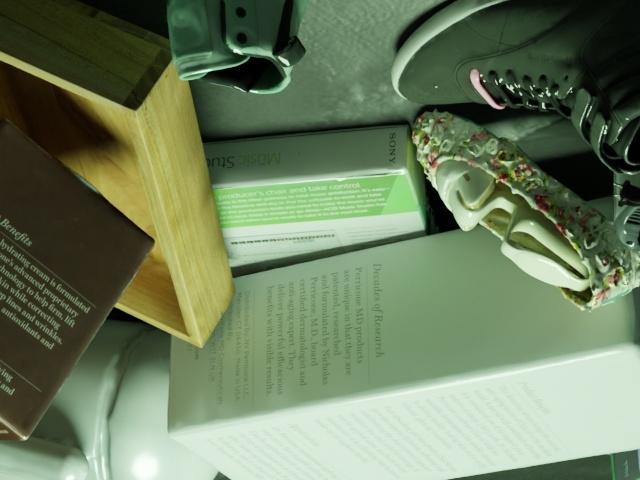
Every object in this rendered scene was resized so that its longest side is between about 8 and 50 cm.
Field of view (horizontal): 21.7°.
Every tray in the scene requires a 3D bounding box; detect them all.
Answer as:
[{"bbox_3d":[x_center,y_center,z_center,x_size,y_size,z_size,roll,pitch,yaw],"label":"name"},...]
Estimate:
[{"bbox_3d":[-0.193,-0.063,1.412,0.203,0.076,0.411,24,155,15],"label":"tray"}]

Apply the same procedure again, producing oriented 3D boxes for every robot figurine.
[{"bbox_3d":[-0.243,0.181,1.776,0.353,0.300,0.199,7,112,21],"label":"robot figurine"}]

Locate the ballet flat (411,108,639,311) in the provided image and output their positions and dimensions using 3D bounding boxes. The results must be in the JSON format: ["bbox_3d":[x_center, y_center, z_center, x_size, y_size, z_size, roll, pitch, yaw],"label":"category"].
[{"bbox_3d":[0.163,-0.025,1.404,0.241,0.077,0.091,35,144,17],"label":"ballet flat"}]

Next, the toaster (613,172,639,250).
[{"bbox_3d":[0.328,-0.065,1.369,0.227,0.146,0.129,12,150,-19],"label":"toaster"}]

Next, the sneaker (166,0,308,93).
[{"bbox_3d":[-0.097,-0.198,1.143,0.094,0.151,0.256,-20,144,38],"label":"sneaker"}]

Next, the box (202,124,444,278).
[{"bbox_3d":[0.000,0.000,1.614,0.232,0.058,0.322,-4,153,11],"label":"box"}]

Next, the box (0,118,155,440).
[{"bbox_3d":[-0.281,0.037,1.366,0.168,0.203,0.167,42,154,-22],"label":"box"}]

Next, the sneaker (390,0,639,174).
[{"bbox_3d":[0.184,-0.118,1.280,0.296,0.147,0.104,-12,151,28],"label":"sneaker"}]

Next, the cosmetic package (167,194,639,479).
[{"bbox_3d":[0.105,0.117,1.595,0.453,0.161,0.230,-12,150,21],"label":"cosmetic package"}]

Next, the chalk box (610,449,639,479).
[{"bbox_3d":[0.426,0.179,1.788,0.289,0.180,0.179,16,149,-27],"label":"chalk box"}]
